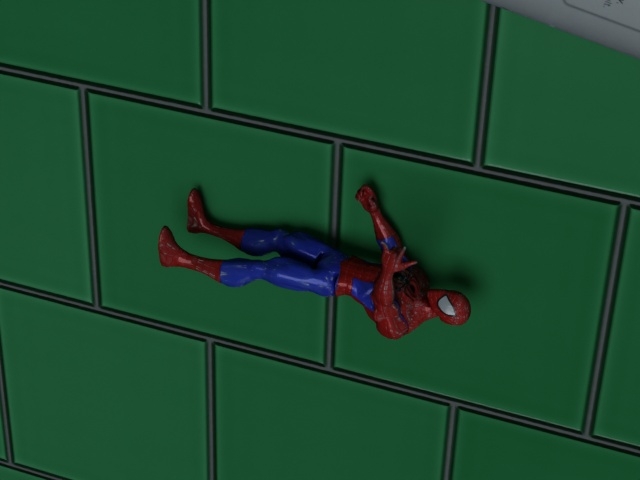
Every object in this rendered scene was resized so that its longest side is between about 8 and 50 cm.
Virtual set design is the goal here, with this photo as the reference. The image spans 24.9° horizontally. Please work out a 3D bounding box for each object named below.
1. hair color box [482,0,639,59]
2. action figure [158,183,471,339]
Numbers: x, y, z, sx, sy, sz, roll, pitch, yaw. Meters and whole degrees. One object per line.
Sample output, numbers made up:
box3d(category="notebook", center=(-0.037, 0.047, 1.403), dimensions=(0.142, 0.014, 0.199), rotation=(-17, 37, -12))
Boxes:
box3d(category="hair color box", center=(0.315, -0.198, 0.973), dimensions=(0.375, 0.113, 0.185), rotation=(23, 127, 11))
box3d(category="action figure", center=(0.000, 0.000, 1.251), dimensions=(0.280, 0.091, 0.139), rotation=(18, 136, 14))
